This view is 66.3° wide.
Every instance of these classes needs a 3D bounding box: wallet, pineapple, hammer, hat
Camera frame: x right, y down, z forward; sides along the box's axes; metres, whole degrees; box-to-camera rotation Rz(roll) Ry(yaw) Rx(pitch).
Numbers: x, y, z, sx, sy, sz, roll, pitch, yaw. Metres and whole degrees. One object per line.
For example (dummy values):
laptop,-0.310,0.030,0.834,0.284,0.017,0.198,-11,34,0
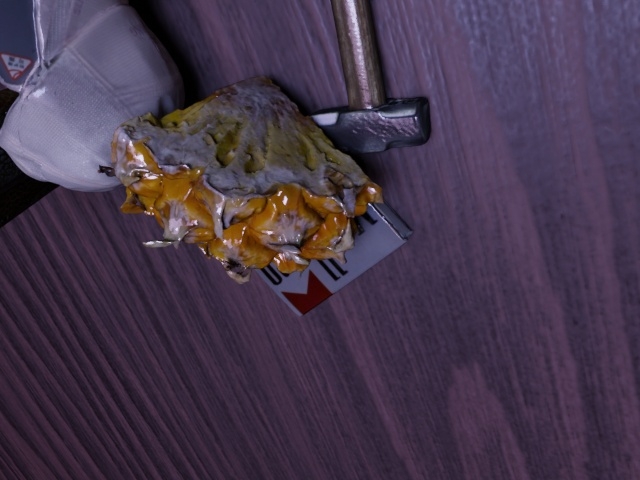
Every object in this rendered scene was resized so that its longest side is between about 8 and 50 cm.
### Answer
wallet,-0.323,-0.091,0.518,0.038,0.243,0.133,10,120,3
pineapple,-0.066,-0.065,0.446,0.236,0.186,0.114,21,138,-11
hammer,0.011,-0.248,0.396,0.111,0.043,0.366,-1,118,26
hat,-0.209,-0.180,0.466,0.160,0.232,0.275,6,112,-14

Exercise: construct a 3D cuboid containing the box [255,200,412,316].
box,0.000,0.000,0.549,0.115,0.036,0.177,48,125,-4
